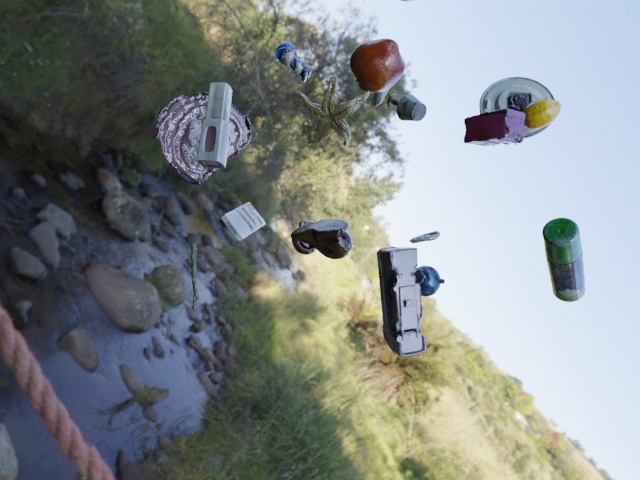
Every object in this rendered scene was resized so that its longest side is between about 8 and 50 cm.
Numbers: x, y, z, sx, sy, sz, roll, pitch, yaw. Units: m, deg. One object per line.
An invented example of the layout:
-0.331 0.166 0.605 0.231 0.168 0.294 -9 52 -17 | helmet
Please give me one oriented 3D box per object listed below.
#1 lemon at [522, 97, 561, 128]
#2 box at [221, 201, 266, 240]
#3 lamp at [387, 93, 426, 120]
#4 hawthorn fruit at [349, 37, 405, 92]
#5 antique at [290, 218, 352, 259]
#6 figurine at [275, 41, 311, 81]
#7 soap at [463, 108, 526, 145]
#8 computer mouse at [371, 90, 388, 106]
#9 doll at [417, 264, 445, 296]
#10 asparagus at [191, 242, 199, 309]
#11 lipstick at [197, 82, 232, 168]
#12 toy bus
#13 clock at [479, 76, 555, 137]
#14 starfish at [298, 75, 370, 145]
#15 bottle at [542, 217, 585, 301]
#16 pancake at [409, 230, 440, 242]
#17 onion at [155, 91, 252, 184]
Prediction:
0.883 -0.511 1.837 0.114 0.155 0.114 48 26 -33 | lemon
-0.313 -0.082 1.886 0.122 0.032 0.220 52 25 -4 | box
0.388 -0.611 2.095 0.215 0.121 0.121 48 -6 49 | lamp
0.192 -0.588 1.537 0.189 0.189 0.189 57 2 -3 | hawthorn fruit
0.000 0.000 1.720 0.121 0.256 0.143 -59 140 -48 | antique
-0.083 -0.582 1.477 0.136 0.079 0.077 34 -18 -1 | figurine
0.609 -0.374 1.564 0.250 0.162 0.099 -7 92 -48 | soap
0.214 -0.533 1.659 0.032 0.110 0.056 35 -15 -30 | computer mouse
0.273 0.113 1.291 0.086 0.151 0.114 71 23 -48 | doll
-0.280 0.077 1.021 0.016 0.016 0.163 110 -27 -58 | asparagus
-0.317 -0.351 1.400 0.077 0.078 0.253 53 43 -77 | lipstick
0.209 0.154 1.189 0.112 0.090 0.274 -173 -102 -70 | toy bus
0.855 -0.583 1.991 0.319 0.318 0.080 58 -4 25 | clock
0.033 -0.420 1.510 0.236 0.277 0.062 46 35 -15 | starfish
0.685 0.061 1.285 0.330 0.093 0.093 50 6 -45 | bottle
0.482 -0.013 2.126 0.151 0.151 0.025 -112 -174 -81 | pancake
-0.420 -0.376 1.623 0.280 0.314 0.146 52 -12 -12 | onion
